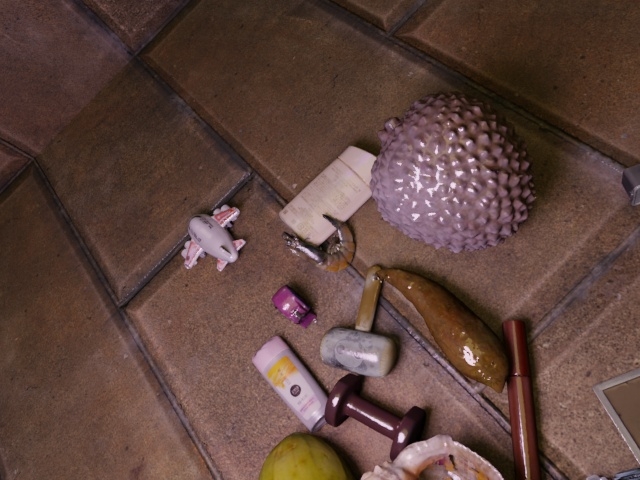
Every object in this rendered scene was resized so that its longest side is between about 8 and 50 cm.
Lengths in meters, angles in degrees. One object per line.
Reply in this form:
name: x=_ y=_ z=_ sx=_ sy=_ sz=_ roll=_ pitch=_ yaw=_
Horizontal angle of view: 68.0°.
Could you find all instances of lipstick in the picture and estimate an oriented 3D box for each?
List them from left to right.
lipstick: x=0.456 y=0.362 z=1.080 sx=0.058 sy=0.057 sz=0.356 roll=-6 pitch=68 yaw=21

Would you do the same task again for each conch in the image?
conch: x=0.239 y=0.565 z=0.959 sx=0.353 sy=0.210 sz=0.297 roll=31 pitch=71 yaw=29

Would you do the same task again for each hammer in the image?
hammer: x=0.124 y=0.203 z=1.273 sx=0.202 sy=0.113 sz=0.305 roll=8 pitch=64 yaw=22

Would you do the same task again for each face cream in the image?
face cream: x=-0.076 y=0.386 z=1.291 sx=0.107 sy=0.073 sz=0.269 roll=-42 pitch=58 yaw=-7
face cream: x=0.046 y=-0.142 z=1.446 sx=0.348 sy=0.081 sz=0.173 roll=-44 pitch=67 yaw=1

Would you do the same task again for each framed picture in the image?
framed picture: x=0.739 y=0.388 z=0.949 sx=0.233 sy=0.019 sz=0.296 roll=-26 pitch=52 yaw=11

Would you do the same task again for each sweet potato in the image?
sweet potato: x=0.307 y=0.192 z=1.175 sx=0.130 sy=0.130 sz=0.422 roll=-43 pitch=57 yaw=2

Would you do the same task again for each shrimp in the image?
shrimp: x=0.000 y=0.000 z=1.381 sx=0.218 sy=0.051 sz=0.150 roll=25 pitch=88 yaw=-4

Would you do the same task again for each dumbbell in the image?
dumbbell: x=0.131 y=0.426 z=1.146 sx=0.226 sy=0.140 sz=0.123 roll=20 pitch=107 yaw=30

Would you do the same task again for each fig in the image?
fig: x=-0.032 y=0.580 z=1.116 sx=0.240 sy=0.239 sz=0.271 roll=-30 pitch=32 yaw=10

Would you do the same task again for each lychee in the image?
lychee: x=0.321 y=-0.168 z=1.190 sx=0.432 sy=0.380 sz=0.380 roll=41 pitch=88 yaw=12

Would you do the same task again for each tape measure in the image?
tape measure: x=-0.078 y=0.188 z=1.347 sx=0.074 sy=0.118 sz=0.125 roll=-47 pitch=56 yaw=-2

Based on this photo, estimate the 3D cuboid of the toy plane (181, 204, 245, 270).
toy plane: x=-0.350 y=-0.007 z=1.545 sx=0.253 sy=0.118 sz=0.251 roll=-10 pitch=63 yaw=20

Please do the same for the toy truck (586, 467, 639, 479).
toy truck: x=0.533 y=0.503 z=0.851 sx=0.162 sy=0.305 sz=0.136 roll=-25 pitch=60 yaw=20

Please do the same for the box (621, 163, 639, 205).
box: x=0.790 y=-0.145 z=1.134 sx=0.123 sy=0.084 sz=0.068 roll=-21 pitch=53 yaw=14
